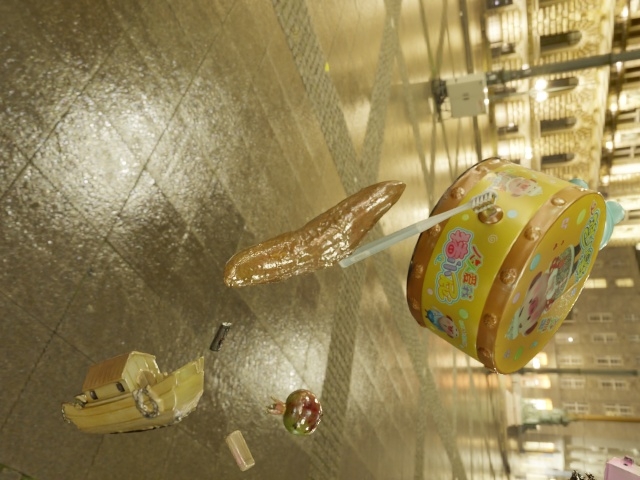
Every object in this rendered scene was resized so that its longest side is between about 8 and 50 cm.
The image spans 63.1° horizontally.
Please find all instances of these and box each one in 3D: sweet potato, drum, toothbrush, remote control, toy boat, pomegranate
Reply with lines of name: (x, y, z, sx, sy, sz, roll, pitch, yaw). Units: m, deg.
sweet potato: (-0.001, 0.003, 0.895, 0.092, 0.341, 0.114, 61, -4, 28)
drum: (0.393, 0.054, 1.097, 0.431, 0.214, 0.432, -24, 129, -34)
toothbrush: (0.162, -0.014, 0.944, 0.025, 0.342, 0.030, 51, 40, -18)
remote control: (-0.236, 0.231, 1.241, 0.091, 0.034, 0.016, -62, -146, 29)
toy boat: (-0.405, 0.322, 1.133, 0.136, 0.445, 0.162, -23, 92, -53)
pomegranate: (-0.069, 0.479, 1.490, 0.129, 0.159, 0.129, -53, 176, -6)

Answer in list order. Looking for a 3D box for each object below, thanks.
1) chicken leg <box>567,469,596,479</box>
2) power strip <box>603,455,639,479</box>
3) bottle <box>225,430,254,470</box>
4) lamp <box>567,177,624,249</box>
chicken leg: (0.833, 0.809, 1.692, 0.063, 0.105, 0.234, -106, -179, -46)
power strip: (0.585, 0.551, 0.977, 0.037, 0.109, 0.279, -5, 100, -37)
bottle: (-0.211, 0.552, 1.367, 0.096, 0.045, 0.045, 57, 10, 23)
lamp: (0.766, -0.031, 1.605, 0.284, 0.209, 0.147, -54, 151, 13)
